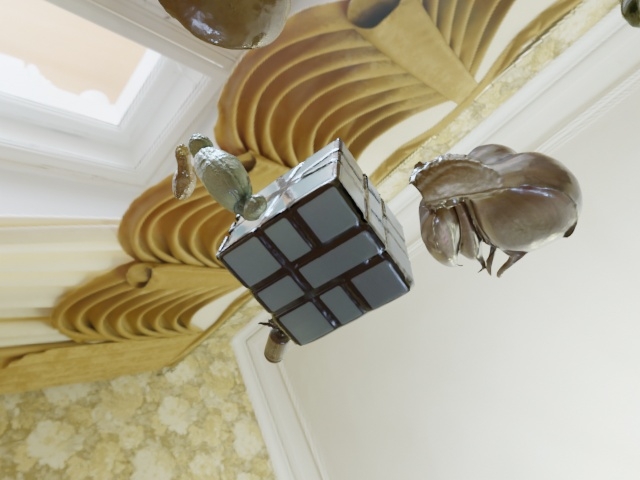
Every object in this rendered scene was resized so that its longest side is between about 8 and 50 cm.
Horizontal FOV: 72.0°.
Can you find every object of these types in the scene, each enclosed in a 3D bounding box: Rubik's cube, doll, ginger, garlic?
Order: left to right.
[{"bbox_3d":[-0.390,-0.197,1.269,0.096,0.067,0.165,-92,-169,-72],"label":"ginger"},{"bbox_3d":[-0.157,-0.098,0.722,0.072,0.103,0.214,-36,-122,-18],"label":"doll"},{"bbox_3d":[0.000,0.000,0.933,0.294,0.283,0.288,-33,-158,21],"label":"Rubik's cube"},{"bbox_3d":[0.290,-0.045,0.745,0.237,0.292,0.210,-51,-139,6],"label":"garlic"}]

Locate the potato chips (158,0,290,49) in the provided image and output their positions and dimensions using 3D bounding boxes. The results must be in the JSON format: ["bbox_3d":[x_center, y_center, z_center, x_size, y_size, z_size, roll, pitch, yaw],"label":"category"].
[{"bbox_3d":[-0.120,-0.346,0.560,0.062,0.208,0.195,-5,-118,52],"label":"potato chips"}]

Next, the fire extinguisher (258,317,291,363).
[{"bbox_3d":[-0.144,0.313,1.386,0.252,0.107,0.075,110,-36,-52],"label":"fire extinguisher"}]

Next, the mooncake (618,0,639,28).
[{"bbox_3d":[0.591,-0.494,0.642,0.195,0.356,0.355,5,-94,2],"label":"mooncake"}]
